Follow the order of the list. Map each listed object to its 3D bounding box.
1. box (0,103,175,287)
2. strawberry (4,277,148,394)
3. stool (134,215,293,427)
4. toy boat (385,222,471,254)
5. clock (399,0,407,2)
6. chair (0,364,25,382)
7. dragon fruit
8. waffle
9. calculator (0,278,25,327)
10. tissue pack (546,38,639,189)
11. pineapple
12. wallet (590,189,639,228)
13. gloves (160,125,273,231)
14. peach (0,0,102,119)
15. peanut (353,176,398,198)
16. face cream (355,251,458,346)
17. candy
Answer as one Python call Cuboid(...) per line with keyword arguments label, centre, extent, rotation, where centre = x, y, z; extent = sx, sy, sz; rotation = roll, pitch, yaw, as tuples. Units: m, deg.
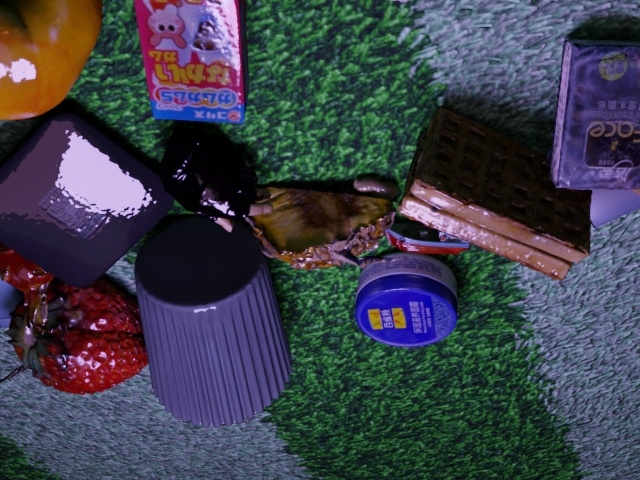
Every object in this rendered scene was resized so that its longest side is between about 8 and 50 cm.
Cuboid(label="box", centre=(-0.451, -0.074, 1.750), extent=(0.290, 0.073, 0.289), rotation=(-42, 123, 15))
Cuboid(label="strawberry", centre=(-0.484, 0.197, 2.005), extent=(0.238, 0.250, 0.288), rotation=(-18, 167, 39))
Cuboid(label="stool", centre=(-0.214, 0.150, 1.890), extent=(0.297, 0.297, 0.330), rotation=(0, 133, 5))
Cuboid(label="toy boat", centre=(0.203, -0.013, 1.828), extent=(0.172, 0.069, 0.059), rotation=(4, 117, -1))
Cuboid(label="clock", centre=(0.115, -0.449, 1.350), extent=(0.236, 0.053, 0.236), rotation=(0, 138, 0))
Cuboid(label="chair", centre=(-0.830, 0.264, 2.173), extent=(0.159, 0.170, 0.325), rotation=(-28, 172, 16))
Cuboid(label="dragon fruit", centre=(-0.564, 0.065, 1.863), extent=(0.125, 0.246, 0.125), rotation=(-23, 166, 35))
Cuboid(label="waffle", centre=(0.299, -0.080, 1.600), extent=(0.307, 0.213, 0.091), rotation=(24, 136, -4))
Cuboid(label="calculator", centre=(-0.725, 0.095, 2.040), extent=(0.188, 0.042, 0.303), rotation=(-2, 135, 5))
Cuboid(label="tissue pack", centre=(0.460, -0.199, 1.526), extent=(0.173, 0.073, 0.236), rotation=(2, 111, -2))
Cuboid(label="pineapple", centre=(-0.001, 0.004, 1.783), extent=(0.334, 0.158, 0.161), rotation=(2, 142, 7))
Cuboid(label="wallet", centre=(0.541, -0.132, 1.665), extent=(0.230, 0.069, 0.170), rotation=(-24, 114, 25))
Cuboid(label="gloves", centre=(-0.177, -0.102, 1.710), extent=(0.203, 0.124, 0.164), rotation=(21, 113, 3))
Cuboid(label="peach", centre=(-0.470, -0.316, 1.392), extent=(0.288, 0.289, 0.308), rotation=(18, 164, -15))
Cuboid(label="peanut", centre=(0.102, -0.098, 1.764), extent=(0.083, 0.037, 0.037), rotation=(15, 138, -4))
Cuboid(label="face cream", centre=(0.174, 0.117, 1.943), extent=(0.205, 0.111, 0.206), rotation=(3, 139, 3))
Cuboid(label="candy", centre=(-0.195, -0.324, 1.483), extent=(0.157, 0.100, 0.306), rotation=(3, 140, 1))
